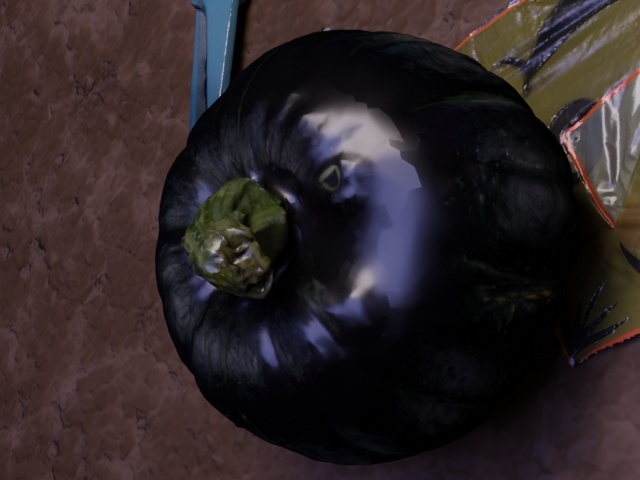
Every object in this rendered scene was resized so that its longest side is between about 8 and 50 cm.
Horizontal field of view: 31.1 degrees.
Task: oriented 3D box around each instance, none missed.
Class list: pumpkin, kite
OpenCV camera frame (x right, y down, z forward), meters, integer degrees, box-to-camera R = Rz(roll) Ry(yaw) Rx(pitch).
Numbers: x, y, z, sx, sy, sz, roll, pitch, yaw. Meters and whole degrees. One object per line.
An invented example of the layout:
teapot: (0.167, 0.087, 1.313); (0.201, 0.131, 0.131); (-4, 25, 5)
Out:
pumpkin: (0.000, 0.000, 0.749); (0.295, 0.295, 0.296); (-11, 73, 38)
kite: (0.218, -0.071, 0.753); (0.377, 0.013, 0.328); (23, 95, 42)

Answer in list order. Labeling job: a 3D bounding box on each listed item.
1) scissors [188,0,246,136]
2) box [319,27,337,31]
scissors: (-0.084, -0.244, 1.036); (0.180, 0.032, 0.393); (-6, 75, 39)
box: (0.003, -0.115, 0.925); (0.062, 0.045, 0.098); (-19, 67, 36)
